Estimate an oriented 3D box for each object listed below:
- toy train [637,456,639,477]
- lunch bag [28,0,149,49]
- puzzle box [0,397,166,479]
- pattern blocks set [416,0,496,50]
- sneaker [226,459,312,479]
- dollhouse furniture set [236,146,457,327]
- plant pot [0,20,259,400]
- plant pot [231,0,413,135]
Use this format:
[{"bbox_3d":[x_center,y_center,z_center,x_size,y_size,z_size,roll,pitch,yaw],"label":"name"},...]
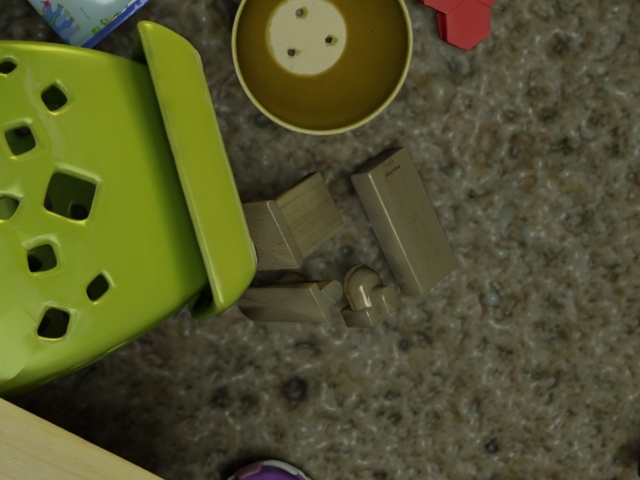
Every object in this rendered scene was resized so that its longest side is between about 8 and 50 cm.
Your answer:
[{"bbox_3d":[0.392,0.133,1.035,0.143,0.105,0.248,22,100,0],"label":"toy train"},{"bbox_3d":[-0.157,-0.232,0.853,0.151,0.096,0.129,-38,106,12],"label":"lunch bag"},{"bbox_3d":[-0.199,0.211,0.825,0.272,0.409,0.052,31,61,-15],"label":"puzzle box"},{"bbox_3d":[0.136,-0.334,0.868,0.285,0.026,0.325,-35,120,-3],"label":"pattern blocks set"},{"bbox_3d":[-0.020,0.304,1.006,0.095,0.104,0.236,-17,105,-3],"label":"sneaker"},{"bbox_3d":[0.000,0.000,0.971,0.151,0.123,0.144,-37,110,-35],"label":"dollhouse furniture set"},{"bbox_3d":[-0.170,-0.022,0.821,0.207,0.227,0.228,-16,87,-12],"label":"plant pot"},{"bbox_3d":[-0.004,-0.154,0.896,0.134,0.095,0.134,-2,104,-8],"label":"plant pot"}]
